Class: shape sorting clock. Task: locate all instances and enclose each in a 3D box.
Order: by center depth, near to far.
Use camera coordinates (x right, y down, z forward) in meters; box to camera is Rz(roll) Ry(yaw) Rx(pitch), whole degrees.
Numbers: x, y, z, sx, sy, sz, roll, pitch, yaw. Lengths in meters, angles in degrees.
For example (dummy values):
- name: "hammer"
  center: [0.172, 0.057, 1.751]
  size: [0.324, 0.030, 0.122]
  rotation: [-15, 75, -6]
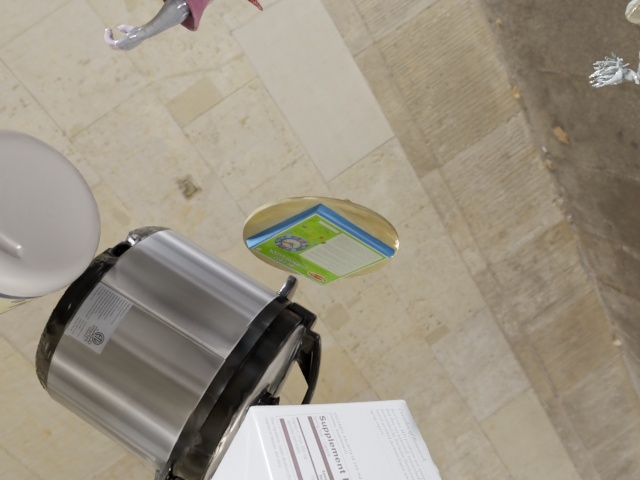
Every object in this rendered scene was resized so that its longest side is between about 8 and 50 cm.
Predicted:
- name: "shape sorting clock"
  center: [0.000, 0.000, 0.735]
  size: [0.206, 0.206, 0.040]
  rotation: [57, -151, -52]

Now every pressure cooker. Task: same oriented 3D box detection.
- name: "pressure cooker"
  center: [-0.220, 0.221, 0.983]
  size: [0.420, 0.370, 0.375]
  rotation: [29, -151, 8]

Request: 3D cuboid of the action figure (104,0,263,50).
- name: "action figure"
  center: [-0.168, -0.365, 0.574]
  size: [0.370, 0.276, 0.248]
  rotation: [6, -118, -50]

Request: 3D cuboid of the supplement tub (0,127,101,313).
- name: "supplement tub"
  center: [-0.513, 0.002, 0.803]
  size: [0.235, 0.325, 0.235]
  rotation: [40, -140, -44]

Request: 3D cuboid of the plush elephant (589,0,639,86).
- name: "plush elephant"
  center: [0.697, -0.431, 1.051]
  size: [0.330, 0.272, 0.255]
  rotation: [5, 126, 28]

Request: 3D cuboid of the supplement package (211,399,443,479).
- name: "supplement package"
  center: [0.013, 0.285, 0.397]
  size: [0.145, 0.204, 0.262]
  rotation: [7, -142, -29]
